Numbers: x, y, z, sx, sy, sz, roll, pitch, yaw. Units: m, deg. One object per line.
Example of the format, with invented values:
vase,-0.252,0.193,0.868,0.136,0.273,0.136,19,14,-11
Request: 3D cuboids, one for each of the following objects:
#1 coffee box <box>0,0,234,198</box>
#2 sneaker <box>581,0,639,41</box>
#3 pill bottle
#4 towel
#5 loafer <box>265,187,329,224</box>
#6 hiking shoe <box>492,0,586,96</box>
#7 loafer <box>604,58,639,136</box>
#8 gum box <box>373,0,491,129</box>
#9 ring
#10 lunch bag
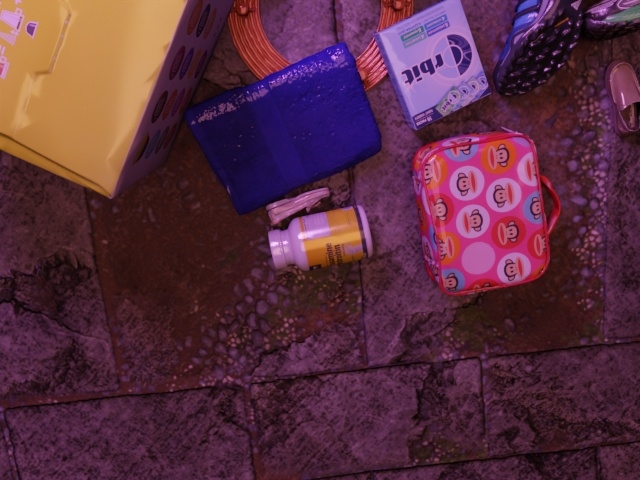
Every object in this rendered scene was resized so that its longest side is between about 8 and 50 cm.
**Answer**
coffee box,-0.362,-0.308,0.892,0.338,0.334,0.338,24,104,-8
sneaker,0.592,-0.471,1.040,0.343,0.134,0.146,-35,96,-4
pill bottle,0.000,0.000,1.115,0.184,0.103,0.103,-12,104,0
towel,-0.060,-0.199,1.069,0.308,0.076,0.228,-23,126,2
loafer,-0.039,-0.065,1.120,0.125,0.045,0.039,-18,86,-10
hiking shoe,0.395,-0.402,1.046,0.113,0.132,0.304,12,125,-21
loafer,0.575,-0.267,1.113,0.056,0.050,0.148,-19,104,1
gum box,0.202,-0.317,1.068,0.157,0.041,0.184,-26,111,-3
ring,0.001,-0.414,1.055,0.336,0.032,0.337,-1,103,-3
lunch bag,0.316,-0.056,1.112,0.258,0.120,0.293,-10,103,-1
